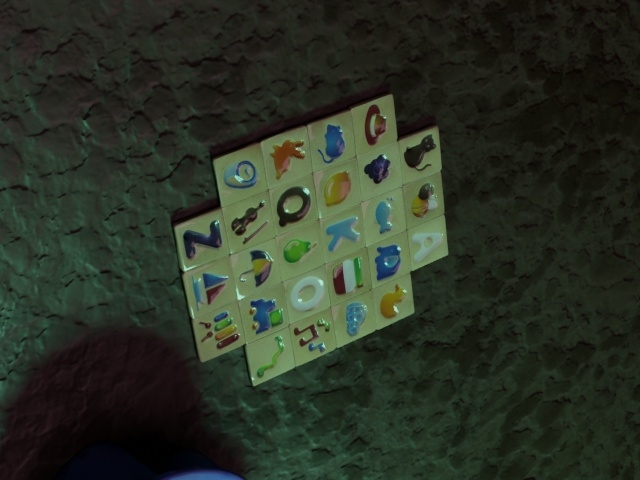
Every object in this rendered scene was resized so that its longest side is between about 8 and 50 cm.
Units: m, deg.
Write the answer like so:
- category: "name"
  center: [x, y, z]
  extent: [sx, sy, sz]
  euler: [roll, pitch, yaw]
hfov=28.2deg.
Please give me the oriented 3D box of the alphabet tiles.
- category: "alphabet tiles"
  center: [0.000, 0.000, 1.428]
  extent: [0.343, 0.011, 0.285]
  euler: [-22, 120, -25]

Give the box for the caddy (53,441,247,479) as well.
- category: "caddy"
  center: [-0.186, 0.379, 1.356]
  extent: [0.241, 0.179, 0.341]
  euler: [12, 102, -37]
